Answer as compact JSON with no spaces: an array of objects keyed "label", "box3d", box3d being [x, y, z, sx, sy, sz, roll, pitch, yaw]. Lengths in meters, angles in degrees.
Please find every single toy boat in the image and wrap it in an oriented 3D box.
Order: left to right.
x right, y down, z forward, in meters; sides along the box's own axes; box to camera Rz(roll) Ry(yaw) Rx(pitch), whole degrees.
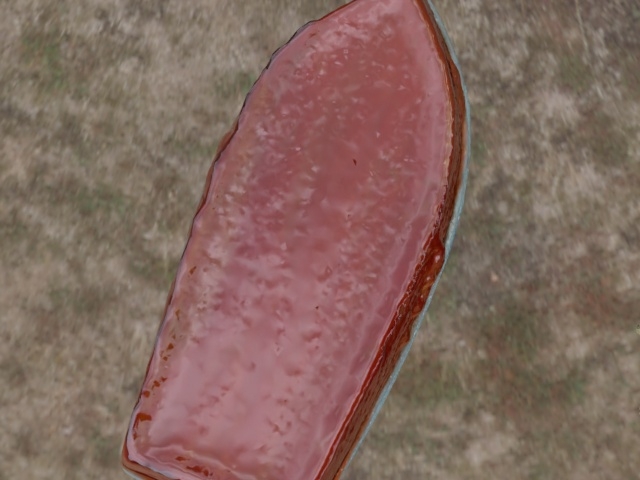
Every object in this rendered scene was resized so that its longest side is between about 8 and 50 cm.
[{"label":"toy boat","box3d":[0.000,0.000,0.773,0.145,0.133,0.332,21,81,5]}]

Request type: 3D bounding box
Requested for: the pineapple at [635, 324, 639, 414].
[{"label":"pineapple","box3d":[0.372,0.013,1.027,0.344,0.209,0.286,-31,123,23]}]
